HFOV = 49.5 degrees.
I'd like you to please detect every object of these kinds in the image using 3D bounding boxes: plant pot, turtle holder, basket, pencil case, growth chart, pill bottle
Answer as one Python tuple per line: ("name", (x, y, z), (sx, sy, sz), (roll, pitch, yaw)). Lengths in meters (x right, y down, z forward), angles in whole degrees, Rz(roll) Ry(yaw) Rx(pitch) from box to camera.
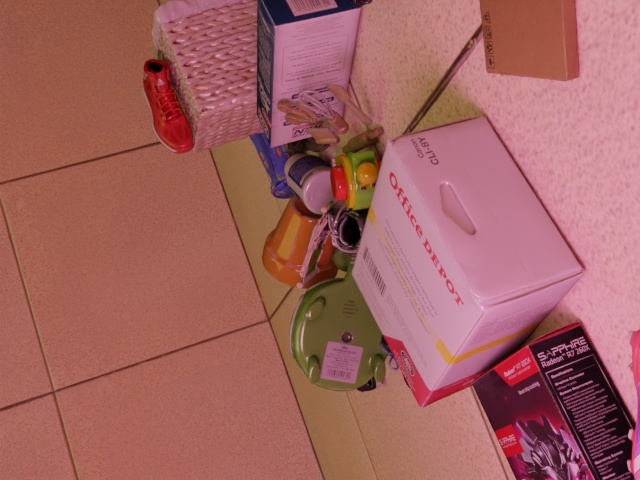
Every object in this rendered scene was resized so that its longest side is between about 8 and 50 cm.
("plant pot", (-0.035, -0.012, 1.784), (0.205, 0.205, 0.188), (58, 144, 43))
("turtle holder", (0.030, 0.184, 1.643), (0.227, 0.243, 0.320), (-166, 58, -75))
("basket", (-0.206, -0.408, 1.661), (0.328, 0.331, 0.266), (145, 105, -74))
("pencil case", (-0.128, -0.265, 1.925), (0.119, 0.133, 0.306), (-37, 68, 39))
("growth chart", (0.000, 0.000, 1.612), (0.172, 0.021, 0.237), (-45, -23, -61))
("pill bottle", (-0.020, -0.147, 1.701), (0.186, 0.112, 0.112), (-131, 28, -56))

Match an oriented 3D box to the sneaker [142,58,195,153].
("sneaker", (-0.349, -0.307, 1.546), (0.221, 0.087, 0.128), (58, 164, 17))

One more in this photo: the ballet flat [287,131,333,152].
("ballet flat", (-0.017, -0.251, 1.704), (0.250, 0.058, 0.084), (-174, 89, -68))

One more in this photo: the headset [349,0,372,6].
("headset", (-0.055, -0.531, 1.195), (0.394, 0.243, 0.185), (32, 142, 37))

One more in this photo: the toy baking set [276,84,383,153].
("toy baking set", (0.021, -0.230, 1.361), (0.256, 0.197, 0.030), (-10, 60, 63))

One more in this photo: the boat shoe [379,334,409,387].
("boat shoe", (0.164, 0.203, 1.473), (0.109, 0.089, 0.258), (-143, 39, -66))

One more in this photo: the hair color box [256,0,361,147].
("hair color box", (-0.035, -0.351, 1.405), (0.347, 0.174, 0.105), (99, 151, -59))

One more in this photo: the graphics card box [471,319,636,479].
("graphics card box", (0.351, 0.319, 0.934), (0.233, 0.094, 0.371), (109, 140, -65))

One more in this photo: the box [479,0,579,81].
("box", (0.234, -0.290, 0.805), (0.164, 0.021, 0.201), (-141, 36, -64))

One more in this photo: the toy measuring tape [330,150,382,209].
("toy measuring tape", (0.069, -0.122, 1.434), (0.330, 0.121, 0.121), (-149, 43, -81))

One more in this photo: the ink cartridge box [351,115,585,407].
("ink cartridge box", (0.194, 0.046, 1.054), (0.384, 0.160, 0.279), (99, 149, -59))

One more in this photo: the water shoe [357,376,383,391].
("water shoe", (0.097, 0.300, 1.840), (0.073, 0.080, 0.203), (103, 146, -61))

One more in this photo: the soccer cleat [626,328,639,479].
("soccer cleat", (0.381, 0.200, 0.728), (0.095, 0.083, 0.248), (-159, 56, -66))

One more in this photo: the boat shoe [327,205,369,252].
("boat shoe", (0.072, -0.024, 1.517), (0.306, 0.105, 0.113), (-169, 63, -73))
